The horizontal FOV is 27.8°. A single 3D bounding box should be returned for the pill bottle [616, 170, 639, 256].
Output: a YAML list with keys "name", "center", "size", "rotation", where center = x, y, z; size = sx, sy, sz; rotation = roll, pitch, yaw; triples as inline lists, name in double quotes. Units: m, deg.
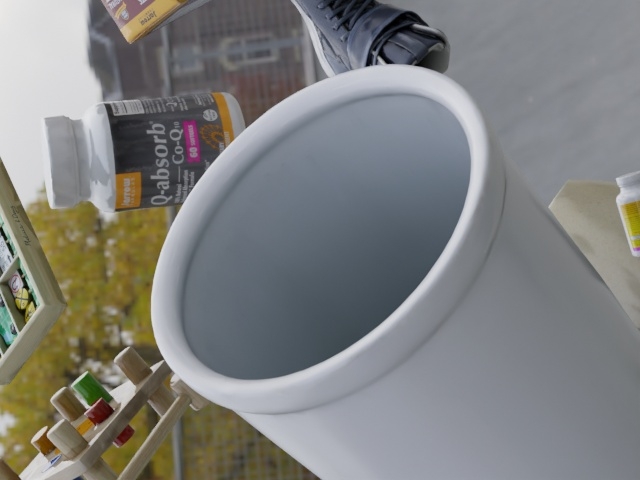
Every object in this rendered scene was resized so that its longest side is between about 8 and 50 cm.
- name: "pill bottle"
  center: [0.328, -0.028, 1.320]
  size: [0.043, 0.043, 0.083]
  rotation: [-46, -61, -83]

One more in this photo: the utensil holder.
- name: "utensil holder"
  center: [0.097, 0.086, 1.156]
  size: [0.385, 0.328, 0.327]
  rotation: [44, -148, -38]

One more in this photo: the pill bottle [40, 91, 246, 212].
- name: "pill bottle"
  center: [-0.253, -0.124, 1.857]
  size: [0.162, 0.278, 0.162]
  rotation: [173, 90, -74]

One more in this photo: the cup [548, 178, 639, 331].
- name: "cup"
  center: [0.476, 0.027, 2.208]
  size: [0.331, 0.237, 0.331]
  rotation: [-53, -9, -12]

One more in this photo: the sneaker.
- name: "sneaker"
  center: [0.034, -0.222, 1.207]
  size: [0.163, 0.086, 0.226]
  rotation: [36, 164, 51]

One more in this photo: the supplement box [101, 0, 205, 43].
- name: "supplement box"
  center: [-0.191, -0.383, 1.603]
  size: [0.194, 0.129, 0.191]
  rotation: [-38, -81, -39]

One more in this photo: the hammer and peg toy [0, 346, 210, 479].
- name: "hammer and peg toy"
  center: [-0.330, 0.281, 1.934]
  size: [0.127, 0.361, 0.266]
  rotation: [50, -140, -10]

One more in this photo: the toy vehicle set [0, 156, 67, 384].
- name: "toy vehicle set"
  center: [-0.428, 0.035, 1.693]
  size: [0.035, 0.166, 0.267]
  rotation: [5, -136, -46]
